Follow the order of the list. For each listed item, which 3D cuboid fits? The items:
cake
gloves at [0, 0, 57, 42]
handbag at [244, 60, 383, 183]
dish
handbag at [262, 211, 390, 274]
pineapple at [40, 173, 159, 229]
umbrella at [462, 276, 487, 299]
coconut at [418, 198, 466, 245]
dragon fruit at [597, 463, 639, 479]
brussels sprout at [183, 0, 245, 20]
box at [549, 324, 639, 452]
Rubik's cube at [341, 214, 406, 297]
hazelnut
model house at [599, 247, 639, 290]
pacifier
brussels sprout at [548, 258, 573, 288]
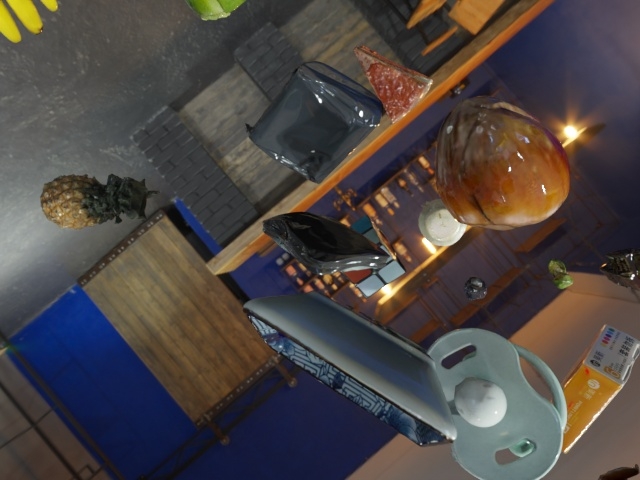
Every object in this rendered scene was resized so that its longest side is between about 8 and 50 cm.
[{"bbox_3d":[0.230,-0.517,1.286,0.160,0.261,0.158,-25,-164,28],"label":"cake"},{"bbox_3d":[-0.481,-0.401,0.547,0.133,0.116,0.294,-42,151,-16],"label":"gloves"},{"bbox_3d":[-0.021,-0.332,1.130,0.302,0.275,0.177,-38,-154,46],"label":"handbag"},{"bbox_3d":[0.041,0.134,0.487,0.080,0.243,0.181,-54,162,-22],"label":"dish"},{"bbox_3d":[-0.002,-0.001,0.969,0.192,0.074,0.332,-6,-159,-28],"label":"handbag"},{"bbox_3d":[-0.473,-0.083,0.901,0.248,0.128,0.128,1,-165,20],"label":"pineapple"},{"bbox_3d":[0.457,0.143,1.228,0.071,0.071,0.248,-41,162,7],"label":"umbrella"},{"bbox_3d":[0.534,-0.080,1.843,0.224,0.224,0.234,-41,-178,14],"label":"coconut"},{"bbox_3d":[0.360,0.418,0.471,0.251,0.314,0.250,-17,-148,11],"label":"dragon fruit"},{"bbox_3d":[-0.277,-0.753,1.042,0.276,0.314,0.371,-20,-137,7],"label":"brussels sprout"},{"bbox_3d":[0.665,0.367,1.046,0.221,0.091,0.273,-22,136,-43],"label":"box"},{"bbox_3d":[0.156,0.052,1.411,0.167,0.180,0.183,-36,-143,11],"label":"Rubik's cube"},{"bbox_3d":[0.447,-0.196,1.071,0.316,0.372,0.372,-33,180,9],"label":"hazelnut"},{"bbox_3d":[0.742,0.052,0.980,0.152,0.165,0.106,-21,-142,53],"label":"model house"},{"bbox_3d":[0.366,0.342,0.903,0.288,0.343,0.269,-34,152,10],"label":"pacifier"},{"bbox_3d":[0.642,0.090,1.119,0.046,0.051,0.083,-12,-131,20],"label":"brussels sprout"}]
